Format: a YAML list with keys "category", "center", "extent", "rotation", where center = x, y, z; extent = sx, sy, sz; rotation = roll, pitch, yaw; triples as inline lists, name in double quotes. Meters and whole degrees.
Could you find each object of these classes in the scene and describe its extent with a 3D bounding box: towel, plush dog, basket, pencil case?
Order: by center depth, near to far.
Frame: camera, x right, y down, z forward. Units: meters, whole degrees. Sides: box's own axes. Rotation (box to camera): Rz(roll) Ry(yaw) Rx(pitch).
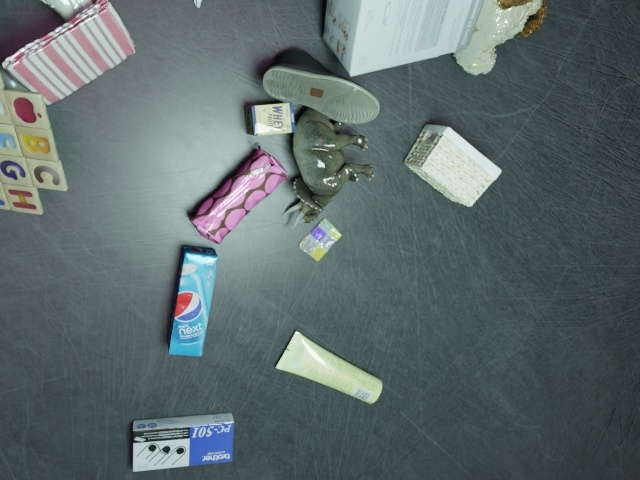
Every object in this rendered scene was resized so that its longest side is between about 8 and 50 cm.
- category: "towel"
  center: [-0.417, -0.314, 0.963]
  extent: [0.197, 0.144, 0.029]
  rotation: [-35, 80, -7]
- category: "pencil case"
  center: [-0.161, -0.086, 1.110]
  extent: [0.095, 0.098, 0.209]
  rotation: [44, 88, -15]
- category: "plush dog"
  center: [0.368, -0.502, 1.146]
  extent: [0.225, 0.211, 0.262]
  rotation: [-45, 114, -30]
- category: "basket"
  center: [0.278, -0.159, 1.221]
  extent: [0.167, 0.113, 0.103]
  rotation: [33, 94, -21]
- category: "towel"
  center: [0.000, 0.000, 1.226]
  extent: [0.083, 0.009, 0.060]
  rotation: [-46, 110, -2]

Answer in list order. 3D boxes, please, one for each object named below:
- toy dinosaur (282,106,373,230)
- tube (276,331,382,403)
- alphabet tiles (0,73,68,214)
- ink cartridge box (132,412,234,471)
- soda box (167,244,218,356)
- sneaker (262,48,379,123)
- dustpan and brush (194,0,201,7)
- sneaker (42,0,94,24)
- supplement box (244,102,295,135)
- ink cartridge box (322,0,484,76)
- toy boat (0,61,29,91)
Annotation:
- category: "toy dinosaur"
  center: [0.008, -0.175, 1.131]
  extent: [0.160, 0.121, 0.313]
  rotation: [-10, 108, -21]
- category: "tube"
  center: [0.026, 0.292, 1.281]
  extent: [0.240, 0.062, 0.070]
  rotation: [28, 50, -16]
- category: "alphabet tiles"
  center: [-0.582, -0.171, 0.899]
  extent: [0.343, 0.011, 0.285]
  rotation: [8, 128, 4]
- category: "ink cartridge box"
  center: [-0.292, 0.428, 1.216]
  extent: [0.207, 0.046, 0.097]
  rotation: [0, 103, -17]
- category: "soda box"
  center: [-0.257, 0.120, 1.142]
  extent: [0.067, 0.071, 0.210]
  rotation: [8, 100, -19]
- category: "sneaker"
  center: [0.010, -0.302, 1.077]
  extent: [0.222, 0.118, 0.083]
  rotation: [18, 132, -6]
- category: "dustpan and brush"
  center: [-0.195, -0.520, 1.004]
  extent: [0.060, 0.147, 0.211]
  rotation: [-24, 140, -35]
- category: "sneaker"
  center: [-0.468, -0.428, 0.903]
  extent: [0.121, 0.099, 0.262]
  rotation: [-44, 129, -22]
- category: "supplement box"
  center: [-0.099, -0.235, 1.102]
  extent: [0.083, 0.083, 0.056]
  rotation: [-9, 105, -15]
- category: "ink cartridge box"
  center: [0.164, -0.476, 1.011]
  extent: [0.272, 0.130, 0.309]
  rotation: [-17, 148, -19]
- category: "toy boat"
  center: [-0.589, -0.349, 0.882]
  extent: [0.268, 0.148, 0.318]
  rotation: [-5, 123, 30]
